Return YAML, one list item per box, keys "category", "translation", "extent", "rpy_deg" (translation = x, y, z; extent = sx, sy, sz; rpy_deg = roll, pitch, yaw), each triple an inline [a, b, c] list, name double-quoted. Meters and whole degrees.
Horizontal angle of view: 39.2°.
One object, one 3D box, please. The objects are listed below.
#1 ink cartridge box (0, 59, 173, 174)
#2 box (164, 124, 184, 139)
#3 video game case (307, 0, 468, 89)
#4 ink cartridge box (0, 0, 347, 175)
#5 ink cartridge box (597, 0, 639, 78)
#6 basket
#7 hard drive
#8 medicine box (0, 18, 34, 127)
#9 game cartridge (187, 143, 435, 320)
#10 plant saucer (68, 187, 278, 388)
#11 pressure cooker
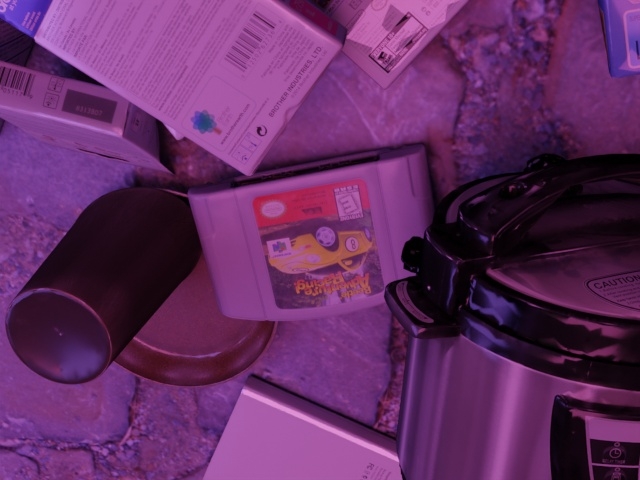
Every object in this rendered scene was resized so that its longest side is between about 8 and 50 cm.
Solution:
- category: "ink cartridge box"
  translation: [-0.282, -0.143, 1.068]
  extent: [0.189, 0.232, 0.066]
  rpy_deg: [14, 89, 6]
- category: "box"
  translation: [-0.166, -0.224, 1.024]
  extent: [0.091, 0.130, 0.170]
  rpy_deg: [-32, 107, 23]
- category: "video game case"
  translation: [0.069, -0.341, 0.949]
  extent: [0.244, 0.061, 0.269]
  rpy_deg: [40, 117, -10]
- category: "ink cartridge box"
  translation: [-0.151, -0.220, 0.900]
  extent: [0.311, 0.065, 0.186]
  rpy_deg: [31, 122, -15]
- category: "ink cartridge box"
  translation: [0.374, -0.375, 0.817]
  extent: [0.269, 0.151, 0.396]
  rpy_deg: [-8, 113, 16]
- category: "basket"
  translation: [-0.265, 0.056, 1.082]
  extent: [0.204, 0.227, 0.154]
  rpy_deg: [-27, 108, 23]
- category: "hard drive"
  translation: [-0.002, 0.342, 1.332]
  extent: [0.307, 0.040, 0.203]
  rpy_deg: [24, 119, 0]
- category: "medicine box"
  translation: [-0.491, -0.269, 1.063]
  extent: [0.263, 0.149, 0.289]
  rpy_deg: [31, 119, -4]
- category: "game cartridge"
  translation: [0.000, 0.000, 1.115]
  extent: [0.294, 0.060, 0.196]
  rpy_deg: [-11, 117, 5]
- category: "plant saucer"
  translation: [-0.202, 0.062, 1.228]
  extent: [0.310, 0.050, 0.311]
  rpy_deg: [6, 118, 11]
- category: "pressure cooker"
  translation: [0.269, 0.106, 0.964]
  extent: [0.375, 0.370, 0.421]
  rpy_deg: [17, 120, 23]
